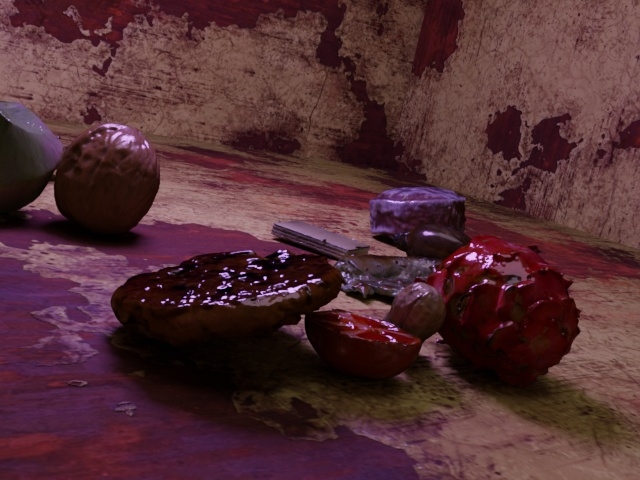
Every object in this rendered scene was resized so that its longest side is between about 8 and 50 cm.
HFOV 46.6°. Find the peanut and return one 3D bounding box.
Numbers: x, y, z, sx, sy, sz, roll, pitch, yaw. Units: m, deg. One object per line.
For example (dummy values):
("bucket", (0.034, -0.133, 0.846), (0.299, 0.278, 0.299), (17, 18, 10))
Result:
("peanut", (0.131, 0.110, 1.050), (0.080, 0.080, 0.174), (11, -27, -6))

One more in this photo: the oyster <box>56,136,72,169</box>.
("oyster", (-0.650, -0.194, 1.690), (0.197, 0.133, 0.337), (10, 14, -24))

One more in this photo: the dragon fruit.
("dragon fruit", (0.254, 0.092, 1.104), (0.268, 0.210, 0.205), (22, -18, 50))

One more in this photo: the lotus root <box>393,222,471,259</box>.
("lotus root", (0.268, 0.017, 1.706), (0.209, 0.120, 0.120), (17, 12, 16))

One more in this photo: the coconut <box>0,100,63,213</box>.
("coconut", (-0.584, -0.157, 1.327), (0.235, 0.236, 0.205), (15, 50, 11))

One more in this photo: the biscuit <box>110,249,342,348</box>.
("biscuit", (-0.116, 0.075, 0.964), (0.289, 0.081, 0.334), (-6, 8, -1))

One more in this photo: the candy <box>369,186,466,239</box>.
("candy", (0.262, -0.064, 1.988), (0.289, 0.157, 0.214), (-5, 6, -38))

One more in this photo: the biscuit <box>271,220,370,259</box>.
("biscuit", (0.000, 0.000, 1.677), (0.199, 0.041, 0.121), (20, 11, 26))

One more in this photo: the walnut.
("walnut", (-0.393, -0.118, 1.392), (0.213, 0.213, 0.213), (12, 11, -2))

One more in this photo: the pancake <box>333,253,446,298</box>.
("pancake", (0.236, 0.089, 1.430), (0.426, 0.067, 0.305), (16, 13, 8))

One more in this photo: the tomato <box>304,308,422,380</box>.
("tomato", (0.047, 0.140, 0.955), (0.155, 0.069, 0.155), (13, 5, -1))
